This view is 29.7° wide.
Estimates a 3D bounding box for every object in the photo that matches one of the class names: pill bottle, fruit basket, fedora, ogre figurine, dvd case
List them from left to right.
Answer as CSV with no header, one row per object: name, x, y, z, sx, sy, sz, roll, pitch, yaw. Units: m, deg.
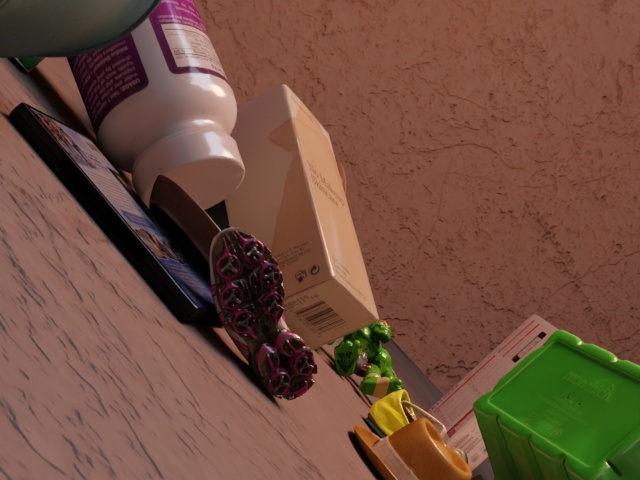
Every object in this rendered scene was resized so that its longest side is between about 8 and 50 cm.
dvd case,-0.182,-0.019,1.150,0.253,0.022,0.180,49,3,9
pill bottle,-0.198,-0.184,1.420,0.302,0.169,0.169,67,9,23
ogre figurine,0.062,0.172,1.834,0.197,0.097,0.118,32,25,-17
fedora,0.121,0.264,1.407,0.194,0.079,0.194,49,1,-1
fruit basket,0.393,0.342,1.552,0.392,0.283,0.392,49,-10,12

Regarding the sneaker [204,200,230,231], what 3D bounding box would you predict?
sneaker,-0.150,-0.093,1.666,0.236,0.130,0.323,44,-4,1

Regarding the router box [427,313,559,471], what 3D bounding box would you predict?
router box,0.392,0.315,2.567,0.082,0.335,0.301,47,2,-5

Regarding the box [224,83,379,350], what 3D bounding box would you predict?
box,-0.038,-0.029,1.548,0.148,0.121,0.311,43,27,-53

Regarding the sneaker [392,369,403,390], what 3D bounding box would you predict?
sneaker,0.140,0.273,2.312,0.083,0.031,0.035,47,3,-39

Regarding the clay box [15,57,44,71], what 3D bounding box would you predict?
clay box,-0.374,-0.274,1.454,0.127,0.053,0.222,49,1,-18

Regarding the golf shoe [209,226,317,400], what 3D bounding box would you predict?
golf shoe,-0.068,0.065,1.135,0.086,0.067,0.186,32,-33,54

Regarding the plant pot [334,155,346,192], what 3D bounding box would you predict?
plant pot,-0.110,-0.105,2.131,0.230,0.215,0.215,28,15,-38

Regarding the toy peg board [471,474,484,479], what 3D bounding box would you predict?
toy peg board,0.263,0.379,1.506,0.160,0.079,0.161,-113,-176,-83

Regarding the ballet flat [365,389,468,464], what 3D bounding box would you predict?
ballet flat,0.146,0.285,1.581,0.231,0.077,0.077,50,1,36

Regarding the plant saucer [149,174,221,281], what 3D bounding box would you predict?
plant saucer,-0.126,0.007,1.247,0.168,0.029,0.168,46,-16,17

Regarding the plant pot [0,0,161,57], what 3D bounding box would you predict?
plant pot,-0.271,-0.273,0.984,0.272,0.271,0.255,48,16,-5
